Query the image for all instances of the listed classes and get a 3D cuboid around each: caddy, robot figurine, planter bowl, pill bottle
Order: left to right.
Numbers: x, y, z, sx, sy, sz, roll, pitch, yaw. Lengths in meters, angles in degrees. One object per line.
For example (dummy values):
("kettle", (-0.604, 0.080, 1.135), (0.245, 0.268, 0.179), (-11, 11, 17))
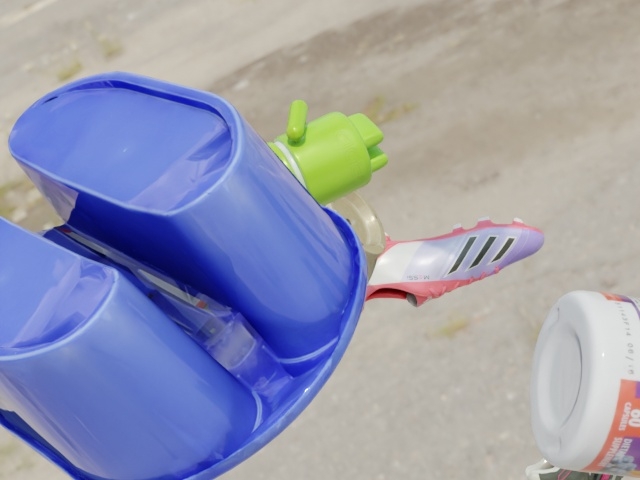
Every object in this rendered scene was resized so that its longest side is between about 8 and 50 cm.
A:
("caddy", (-0.121, 0.032, 0.976), (0.241, 0.179, 0.341), (-48, 35, -16))
("robot figurine", (-0.005, -0.061, 1.203), (0.115, 0.101, 0.067), (-26, 43, -14))
("planter bowl", (0.000, 0.000, 1.582), (0.109, 0.162, 0.162), (-36, 16, 25))
("pill bottle", (0.234, 0.094, 0.893), (0.193, 0.108, 0.108), (8, 18, -12))

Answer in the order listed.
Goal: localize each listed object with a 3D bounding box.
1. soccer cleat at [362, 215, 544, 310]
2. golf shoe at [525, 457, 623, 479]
("soccer cleat", (0.146, 0.032, 1.758), (0.248, 0.095, 0.083), (-6, -16, -4))
("golf shoe", (0.374, 0.233, 2.030), (0.120, 0.273, 0.105), (16, 7, -5))
